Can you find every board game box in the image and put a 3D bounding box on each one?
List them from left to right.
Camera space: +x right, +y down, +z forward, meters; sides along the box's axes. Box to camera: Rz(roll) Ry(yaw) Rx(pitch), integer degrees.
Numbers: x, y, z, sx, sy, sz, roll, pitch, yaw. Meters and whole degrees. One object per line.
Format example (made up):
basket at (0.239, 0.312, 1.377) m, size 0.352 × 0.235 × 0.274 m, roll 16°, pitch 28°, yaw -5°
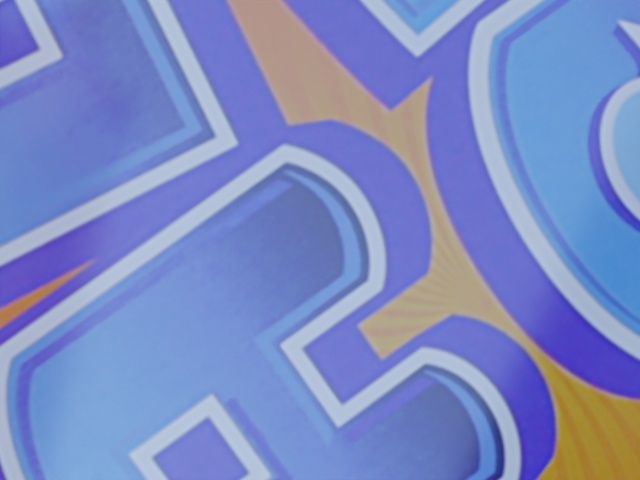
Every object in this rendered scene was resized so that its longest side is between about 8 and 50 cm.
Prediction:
board game box at (0.000, 0.000, 0.564) m, size 0.356 × 0.356 × 0.356 m, roll -36°, pitch 101°, yaw -6°
